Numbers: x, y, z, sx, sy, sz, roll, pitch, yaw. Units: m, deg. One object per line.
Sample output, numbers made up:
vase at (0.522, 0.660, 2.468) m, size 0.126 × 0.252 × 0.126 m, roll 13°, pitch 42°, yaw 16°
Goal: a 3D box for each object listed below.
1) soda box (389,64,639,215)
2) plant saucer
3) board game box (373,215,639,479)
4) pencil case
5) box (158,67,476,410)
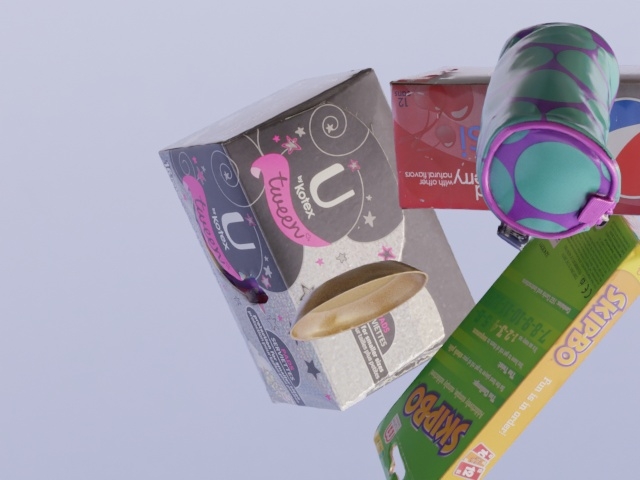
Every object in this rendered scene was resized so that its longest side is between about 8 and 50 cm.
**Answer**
soda box at (0.179, -0.067, 1.301) m, size 0.263 × 0.092 × 0.083 m, roll 3°, pitch -165°, yaw 33°
plant saucer at (0.019, 0.031, 1.093) m, size 0.083 × 0.083 × 0.015 m, roll -15°, pitch -109°, yaw -26°
board game box at (0.132, 0.079, 1.379) m, size 0.039 × 0.259 × 0.124 m, roll 34°, pitch -163°, yaw -22°
pencil case at (0.113, -0.055, 0.953) m, size 0.070 × 0.064 × 0.152 m, roll 42°, pitch -155°, yaw -12°
box at (0.000, 0.000, 1.669) m, size 0.163 × 0.247 × 0.142 m, roll -29°, pitch -169°, yaw -25°
